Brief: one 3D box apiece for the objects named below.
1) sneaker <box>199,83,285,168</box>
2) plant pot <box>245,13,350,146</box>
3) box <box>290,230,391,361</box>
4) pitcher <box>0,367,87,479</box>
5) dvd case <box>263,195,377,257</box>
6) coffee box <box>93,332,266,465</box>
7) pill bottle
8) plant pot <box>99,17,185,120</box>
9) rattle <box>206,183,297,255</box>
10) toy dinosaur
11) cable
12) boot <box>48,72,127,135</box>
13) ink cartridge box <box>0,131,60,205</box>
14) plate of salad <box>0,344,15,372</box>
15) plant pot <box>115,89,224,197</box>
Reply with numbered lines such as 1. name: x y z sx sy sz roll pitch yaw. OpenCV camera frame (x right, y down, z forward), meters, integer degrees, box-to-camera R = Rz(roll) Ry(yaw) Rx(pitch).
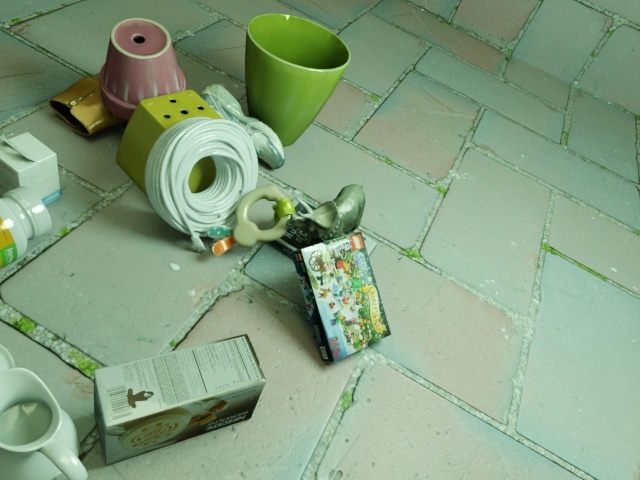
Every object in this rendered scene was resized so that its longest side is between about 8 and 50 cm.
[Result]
1. sneaker: -0.222 -0.272 1.379 0.283 0.110 0.122 40 61 -5
2. plant pot: -0.094 -0.411 1.432 0.274 0.293 0.275 12 44 -12
3. box: 0.046 0.111 1.082 0.159 0.044 0.233 -17 91 -34
4. pitcher: -0.378 0.289 0.705 0.178 0.207 0.125 40 46 15
5. dvd case: 0.000 0.000 1.269 0.238 0.029 0.179 32 44 8
6. coffee box: -0.229 0.254 0.851 0.246 0.141 0.098 -8 52 -30
7. pill bottle: -0.621 -0.002 0.933 0.136 0.136 0.245 36 45 13
8. plant pot: -0.420 -0.409 1.239 0.201 0.180 0.201 7 60 -13
9. rattle: -0.151 -0.029 1.187 0.199 0.143 0.130 -43 94 -5
10. toy dinosaur: 0.053 -0.060 1.211 0.121 0.160 0.313 40 48 16
11. cable: -0.250 -0.138 1.135 0.089 0.257 0.257 24 65 40
12. boot: -0.505 -0.320 1.328 0.295 0.104 0.211 27 50 7
13. ink cartridge box: -0.602 -0.142 1.070 0.092 0.143 0.090 35 45 11
14. plate of salad: -0.552 0.239 0.781 0.200 0.048 0.200 -2 51 3
15. plant pot: -0.330 -0.227 1.234 0.212 0.187 0.212 -27 63 -40
